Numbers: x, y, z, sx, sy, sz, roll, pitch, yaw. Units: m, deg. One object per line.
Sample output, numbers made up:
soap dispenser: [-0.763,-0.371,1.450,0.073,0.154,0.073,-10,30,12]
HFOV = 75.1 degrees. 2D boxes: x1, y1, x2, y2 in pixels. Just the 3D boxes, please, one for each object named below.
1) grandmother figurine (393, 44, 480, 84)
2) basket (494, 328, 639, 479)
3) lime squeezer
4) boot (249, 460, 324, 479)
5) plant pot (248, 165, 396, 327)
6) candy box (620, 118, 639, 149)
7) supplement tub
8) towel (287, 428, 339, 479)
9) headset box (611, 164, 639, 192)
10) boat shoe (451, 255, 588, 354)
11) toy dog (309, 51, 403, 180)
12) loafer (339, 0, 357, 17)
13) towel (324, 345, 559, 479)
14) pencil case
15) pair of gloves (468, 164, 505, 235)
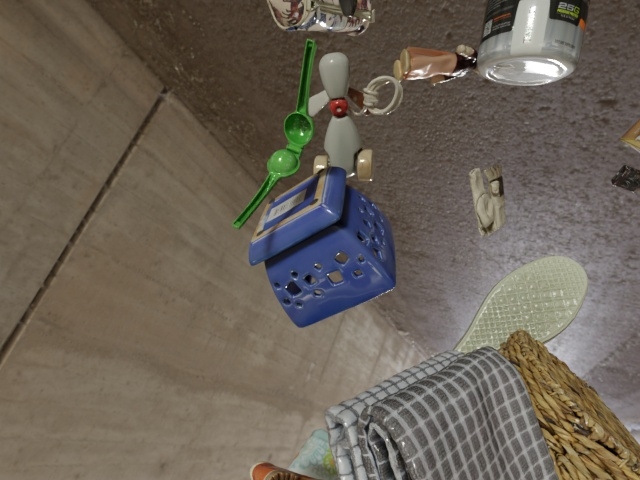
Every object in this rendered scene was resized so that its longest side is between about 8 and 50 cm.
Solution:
grandmother figurine: [0.426,-0.577,1.354,0.343,0.103,0.208,-5,-175,-9]
basket: [0.318,0.301,0.643,0.214,0.223,0.299,41,-164,0]
lime squeezer: [-0.054,-0.156,0.690,0.059,0.310,0.110,24,-174,0]
boot: [-0.039,0.392,0.658,0.158,0.059,0.085,38,152,-23]
plant pot: [0.000,0.000,0.845,0.236,0.235,0.212,-28,117,23]
candy box: [1.014,-0.313,1.183,0.088,0.316,0.182,35,118,-1]
supplement tub: [0.472,-0.533,0.906,0.208,0.337,0.207,8,-176,-1]
towel: [0.057,0.596,0.785,0.375,0.321,0.090,41,120,8]
headset box: [0.972,-0.191,1.303,0.084,0.032,0.062,23,135,5]
boat shoe: [0.484,0.244,1.090,0.187,0.500,0.156,40,-177,24]
toy dog: [0.064,-0.298,1.071,0.221,0.160,0.333,16,122,-1]
loafer: [0.078,-0.793,1.305,0.062,0.061,0.169,8,119,27]
towel: [0.147,0.271,0.419,0.235,0.283,0.121,-7,167,-44]
pencil case: [0.019,-0.799,1.437,0.184,0.411,0.159,37,129,25]
pair of gloves: [0.520,-0.126,1.269,0.042,0.203,0.240,-6,-172,41]
